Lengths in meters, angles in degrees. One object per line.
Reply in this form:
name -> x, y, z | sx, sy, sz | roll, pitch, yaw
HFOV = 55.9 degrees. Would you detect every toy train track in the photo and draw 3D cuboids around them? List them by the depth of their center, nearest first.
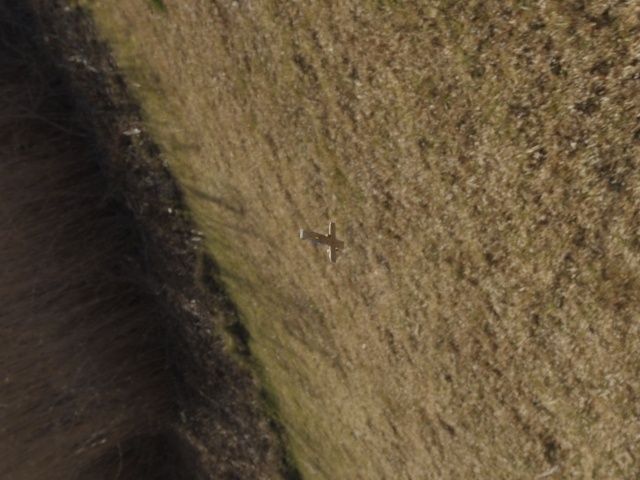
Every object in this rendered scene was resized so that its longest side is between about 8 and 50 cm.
toy train track -> 0.000, 0.000, 0.692 | 0.014, 0.083, 0.048 | -8, 76, 33
